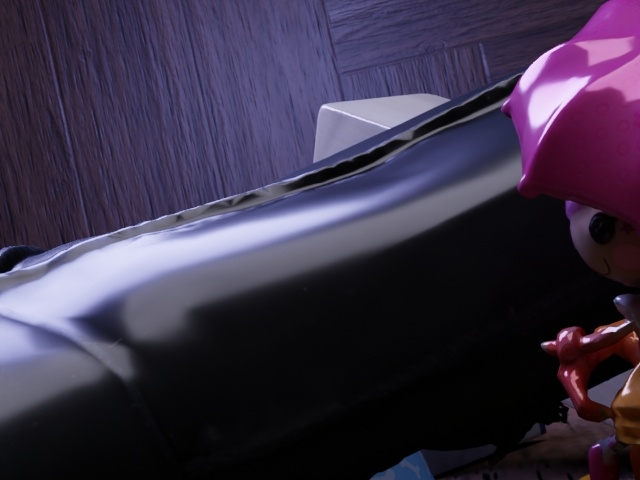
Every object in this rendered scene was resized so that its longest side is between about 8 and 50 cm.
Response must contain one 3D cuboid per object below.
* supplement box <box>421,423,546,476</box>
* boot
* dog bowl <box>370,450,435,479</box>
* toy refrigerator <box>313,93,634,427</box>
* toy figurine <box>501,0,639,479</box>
[{"bbox_3d":[0.013,0.090,0.948,0.114,0.111,0.220,-12,-3,-42],"label":"supplement box"},{"bbox_3d":[0.001,0.001,0.590,0.445,0.146,0.367,-27,20,-10],"label":"boot"},{"bbox_3d":[-0.056,0.118,0.793,0.166,0.074,0.297,-12,-3,-25],"label":"dog bowl"},{"bbox_3d":[0.116,0.007,0.754,0.094,0.102,0.269,-11,24,-41],"label":"toy refrigerator"},{"bbox_3d":[0.092,0.022,0.354,0.130,0.159,0.173,-12,-3,-7],"label":"toy figurine"}]
